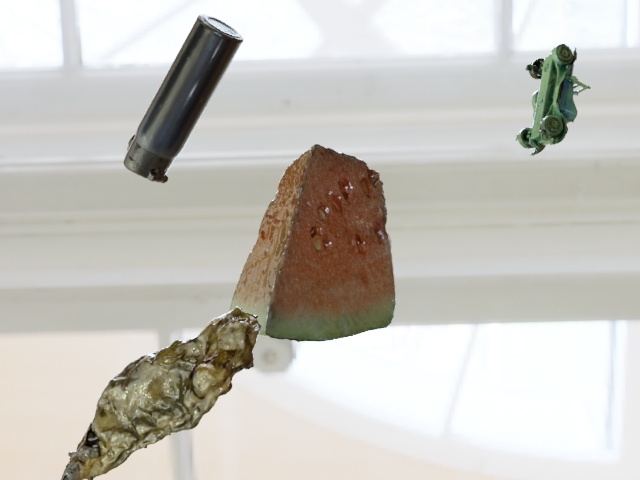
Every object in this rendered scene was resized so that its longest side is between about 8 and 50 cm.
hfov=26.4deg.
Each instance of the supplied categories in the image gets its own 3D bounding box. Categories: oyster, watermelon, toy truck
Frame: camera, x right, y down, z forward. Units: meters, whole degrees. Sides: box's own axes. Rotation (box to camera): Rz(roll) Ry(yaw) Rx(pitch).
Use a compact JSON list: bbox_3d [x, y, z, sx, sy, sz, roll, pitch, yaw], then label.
[{"bbox_3d":[-0.195,0.188,1.582,0.078,0.345,0.128,35,-149,-32],"label":"oyster"},{"bbox_3d":[0.000,0.000,1.800,0.140,0.193,0.256,18,104,57],"label":"watermelon"},{"bbox_3d":[0.336,-0.195,1.942,0.080,0.078,0.154,152,132,-63],"label":"toy truck"}]

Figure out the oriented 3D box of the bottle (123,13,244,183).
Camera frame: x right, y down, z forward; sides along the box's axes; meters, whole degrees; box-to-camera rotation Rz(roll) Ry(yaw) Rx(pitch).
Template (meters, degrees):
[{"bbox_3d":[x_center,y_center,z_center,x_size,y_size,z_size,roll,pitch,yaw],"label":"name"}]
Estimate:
[{"bbox_3d":[-0.195,-0.194,1.892,0.072,0.082,0.244,5,-60,-54],"label":"bottle"}]
